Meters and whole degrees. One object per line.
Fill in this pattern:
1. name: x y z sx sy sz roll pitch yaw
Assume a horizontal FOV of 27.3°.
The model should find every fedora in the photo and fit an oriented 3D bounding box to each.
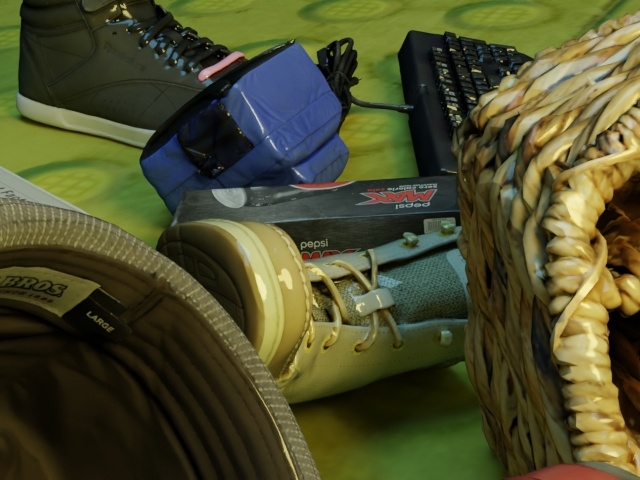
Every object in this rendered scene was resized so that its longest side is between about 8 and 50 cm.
1. fedora: -0.100 0.122 0.391 0.124 0.243 0.275 -30 46 29

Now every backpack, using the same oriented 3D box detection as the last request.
1. backpack: -0.053 -0.053 0.849 0.120 0.101 0.098 -29 3 37

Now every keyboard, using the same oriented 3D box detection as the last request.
1. keyboard: 0.086 -0.101 0.959 0.201 0.033 0.317 5 24 -3

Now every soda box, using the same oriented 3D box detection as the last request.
1. soda box: 0.000 0.000 0.771 0.169 0.053 0.060 -3 25 5

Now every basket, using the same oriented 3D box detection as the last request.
1. basket: 0.219 0.018 0.490 0.299 0.213 0.223 -9 24 -7

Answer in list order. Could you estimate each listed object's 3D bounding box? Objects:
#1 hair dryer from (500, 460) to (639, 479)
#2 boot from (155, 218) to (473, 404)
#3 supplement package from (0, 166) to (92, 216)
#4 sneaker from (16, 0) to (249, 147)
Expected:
1. hair dryer: 0.100 0.147 0.317 0.293 0.080 0.224 -8 43 -8
2. boot: 0.010 0.029 0.590 0.165 0.077 0.213 -10 -14 -17
3. supplement package: -0.219 0.070 0.564 0.244 0.139 0.134 -22 28 -30
4. sneaker: -0.133 -0.159 1.036 0.295 0.147 0.104 11 28 30
